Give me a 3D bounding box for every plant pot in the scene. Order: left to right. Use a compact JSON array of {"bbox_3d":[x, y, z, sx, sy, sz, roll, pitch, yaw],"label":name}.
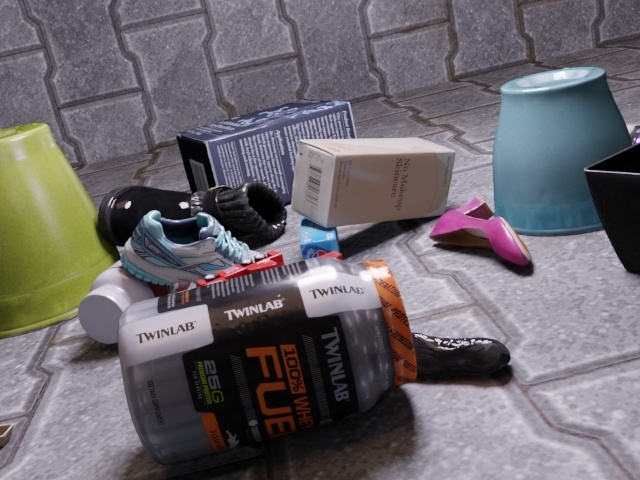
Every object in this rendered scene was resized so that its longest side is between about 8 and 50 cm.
[{"bbox_3d":[-0.613,-0.041,1.509,0.367,0.353,0.366,-11,18,4],"label":"plant pot"},{"bbox_3d":[0.439,-0.175,1.371,0.272,0.255,0.271,-11,18,3],"label":"plant pot"},{"bbox_3d":[0.518,-0.044,1.065,0.187,0.167,0.188,-24,20,-30],"label":"plant pot"}]

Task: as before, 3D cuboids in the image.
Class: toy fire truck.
[{"bbox_3d":[-0.073,0.061,1.103,0.192,0.047,0.135,-22,22,-26],"label":"toy fire truck"}]

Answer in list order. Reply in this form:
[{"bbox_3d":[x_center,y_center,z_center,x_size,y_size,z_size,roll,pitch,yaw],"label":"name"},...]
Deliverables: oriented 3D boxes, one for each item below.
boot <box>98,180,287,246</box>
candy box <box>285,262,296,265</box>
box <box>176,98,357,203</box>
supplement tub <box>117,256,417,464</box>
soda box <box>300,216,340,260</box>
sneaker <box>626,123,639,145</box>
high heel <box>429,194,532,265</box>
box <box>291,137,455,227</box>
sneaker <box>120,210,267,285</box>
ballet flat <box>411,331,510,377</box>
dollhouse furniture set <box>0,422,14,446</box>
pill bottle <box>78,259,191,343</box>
[{"bbox_3d":[-0.259,-0.057,1.572,0.260,0.131,0.348,-1,4,33],"label":"boot"},{"bbox_3d":[-0.080,0.113,1.144,0.159,0.071,0.233,-10,19,9],"label":"candy box"},{"bbox_3d":[-0.134,-0.223,1.968,0.396,0.212,0.293,-19,18,-21],"label":"box"},{"bbox_3d":[-0.059,0.132,0.879,0.316,0.193,0.193,-15,18,-4],"label":"supplement tub"},{"bbox_3d":[0.000,0.000,1.430,0.067,0.071,0.210,-9,18,3],"label":"soda box"},{"bbox_3d":[0.754,-0.222,1.573,0.293,0.102,0.146,-31,29,-33],"label":"sneaker"},{"bbox_3d":[0.267,0.004,1.275,0.117,0.082,0.244,-40,30,7],"label":"high heel"},{"bbox_3d":[0.107,-0.120,1.466,0.311,0.148,0.121,-8,24,-36],"label":"box"},{"bbox_3d":[-0.184,0.022,1.267,0.283,0.122,0.110,10,33,-29],"label":"sneaker"},{"bbox_3d":[0.153,0.149,0.945,0.173,0.057,0.049,-1,-19,29],"label":"ballet flat"},{"bbox_3d":[-0.473,0.235,1.022,0.114,0.081,0.091,-9,18,10],"label":"dollhouse furniture set"},{"bbox_3d":[-0.320,0.089,1.300,0.121,0.121,0.216,-6,20,20],"label":"pill bottle"}]
